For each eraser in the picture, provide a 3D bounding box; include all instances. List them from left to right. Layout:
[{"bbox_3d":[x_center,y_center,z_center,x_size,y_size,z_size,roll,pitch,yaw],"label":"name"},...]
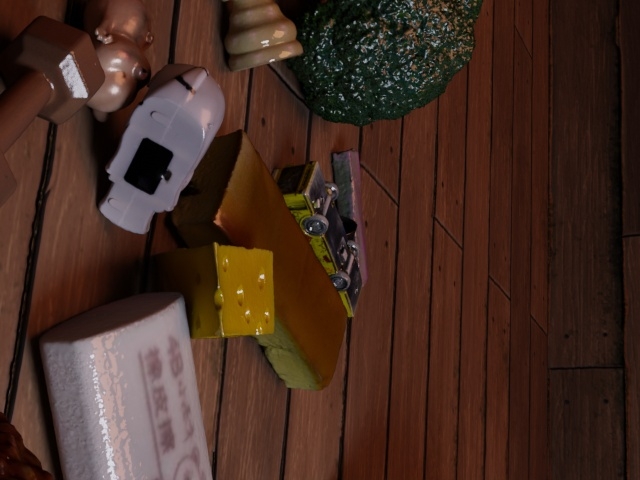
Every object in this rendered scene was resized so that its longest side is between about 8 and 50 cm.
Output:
[{"bbox_3d":[-0.172,0.198,1.147,0.174,0.095,0.270,-27,110,-63],"label":"eraser"}]

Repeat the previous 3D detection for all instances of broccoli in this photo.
[{"bbox_3d":[0.070,-0.296,1.676,0.297,0.297,0.297,54,1,36],"label":"broccoli"}]

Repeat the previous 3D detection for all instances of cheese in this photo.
[{"bbox_3d":[-0.101,0.051,1.215,0.171,0.126,0.093,148,-59,-81],"label":"cheese"}]

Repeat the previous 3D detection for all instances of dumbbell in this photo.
[{"bbox_3d":[-0.258,-0.099,1.002,0.082,0.092,0.231,46,38,-17],"label":"dumbbell"}]

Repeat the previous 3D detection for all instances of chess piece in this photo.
[{"bbox_3d":[-0.086,-0.294,1.466,0.094,0.094,0.170,-31,108,-65],"label":"chess piece"}]

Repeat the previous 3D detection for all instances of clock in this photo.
[{"bbox_3d":[-0.149,-0.102,1.203,0.176,0.080,0.117,-59,-174,29],"label":"clock"}]

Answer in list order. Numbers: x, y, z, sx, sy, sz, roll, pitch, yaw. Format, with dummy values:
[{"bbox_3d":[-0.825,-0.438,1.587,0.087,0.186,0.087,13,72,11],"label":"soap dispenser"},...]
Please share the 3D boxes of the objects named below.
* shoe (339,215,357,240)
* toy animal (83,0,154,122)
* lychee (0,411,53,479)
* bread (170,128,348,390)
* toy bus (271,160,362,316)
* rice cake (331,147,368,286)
[{"bbox_3d":[0.023,-0.018,1.701,0.062,0.053,0.159,-95,164,-57],"label":"shoe"},{"bbox_3d":[-0.201,-0.183,1.176,0.083,0.089,0.150,35,54,-34],"label":"toy animal"},{"bbox_3d":[-0.267,0.194,0.672,0.304,0.276,0.276,-64,173,30],"label":"lychee"},{"bbox_3d":[-0.062,0.037,1.460,0.361,0.077,0.138,61,32,-46],"label":"bread"},{"bbox_3d":[0.000,0.000,1.623,0.081,0.074,0.226,-71,149,-42],"label":"toy bus"},{"bbox_3d":[0.045,-0.032,1.788,0.047,0.036,0.206,-8,93,-58],"label":"rice cake"}]
